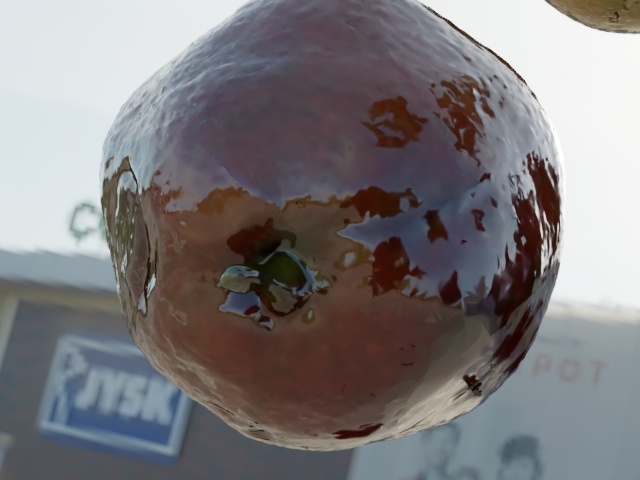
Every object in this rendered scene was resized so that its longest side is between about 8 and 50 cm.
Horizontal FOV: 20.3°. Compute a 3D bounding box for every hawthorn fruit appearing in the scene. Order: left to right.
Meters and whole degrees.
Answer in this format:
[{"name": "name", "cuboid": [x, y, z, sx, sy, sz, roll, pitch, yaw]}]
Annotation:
[{"name": "hawthorn fruit", "cuboid": [0.000, 0.000, 0.803, 0.224, 0.224, 0.261, 13, 19, 5]}]

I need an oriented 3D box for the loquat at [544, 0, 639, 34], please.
[{"name": "loquat", "cuboid": [0.277, -0.305, 1.549, 0.263, 0.263, 0.263, 14, -10, 3]}]
